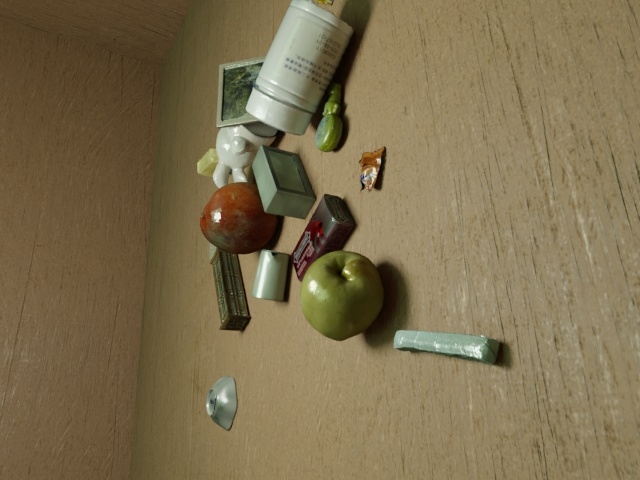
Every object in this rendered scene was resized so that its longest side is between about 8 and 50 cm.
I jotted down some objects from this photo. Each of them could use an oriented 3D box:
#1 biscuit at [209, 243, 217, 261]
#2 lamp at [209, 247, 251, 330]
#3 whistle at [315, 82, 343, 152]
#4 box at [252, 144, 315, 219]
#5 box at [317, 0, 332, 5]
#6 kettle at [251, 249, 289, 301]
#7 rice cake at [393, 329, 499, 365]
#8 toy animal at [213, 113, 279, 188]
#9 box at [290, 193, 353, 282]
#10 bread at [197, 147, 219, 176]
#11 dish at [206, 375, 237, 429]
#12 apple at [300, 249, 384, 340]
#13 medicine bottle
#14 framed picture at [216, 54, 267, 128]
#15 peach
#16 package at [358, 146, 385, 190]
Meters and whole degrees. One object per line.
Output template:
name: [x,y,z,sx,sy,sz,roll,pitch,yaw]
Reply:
biscuit: [-0.434,0.023,2.197,0.152,0.020,0.152,-24,62,57]
lamp: [-0.327,0.169,1.893,0.090,0.089,0.325,-58,35,36]
whistle: [0.033,-0.336,1.453,0.104,0.057,0.198,-20,57,63]
box: [-0.112,-0.177,1.574,0.086,0.130,0.225,-59,36,34]
box: [0.036,-0.801,1.611,0.089,0.022,0.156,48,123,53]
kettle: [-0.142,0.107,1.599,0.098,0.127,0.148,6,83,29]
rice cake: [0.222,0.189,0.959,0.245,0.042,0.045,-9,61,60]
toy animal: [-0.274,-0.335,1.854,0.310,0.183,0.247,-41,47,49]
box: [0.000,0.000,1.387,0.224,0.069,0.120,-60,35,35]
bread: [-0.420,-0.317,2.165,0.188,0.126,0.068,-23,63,57]
dish: [-0.354,0.564,1.843,0.191,0.066,0.190,-27,58,55]
apple: [0.045,0.120,1.156,0.200,0.200,0.200,-26,59,56]
medicine bottle: [-0.062,-0.473,1.470,0.332,0.190,0.190,-63,33,13]
framed picture: [-0.181,-0.486,1.688,0.324,0.020,0.240,-4,73,16]
peach: [-0.267,-0.069,1.714,0.252,0.252,0.252,-26,59,56]
package: [0.117,-0.170,1.265,0.077,0.033,0.110,166,116,-69]
